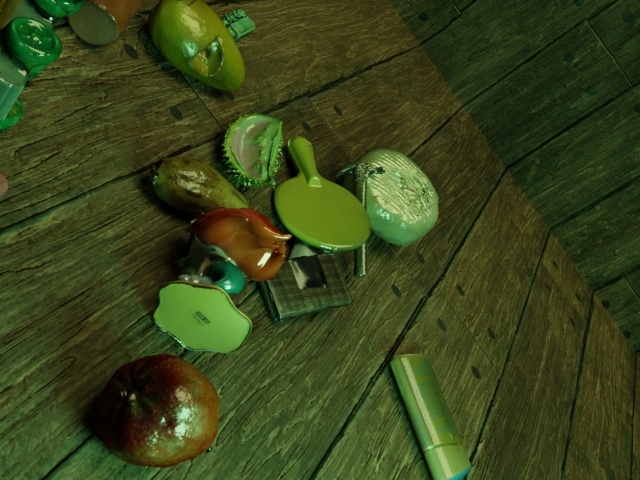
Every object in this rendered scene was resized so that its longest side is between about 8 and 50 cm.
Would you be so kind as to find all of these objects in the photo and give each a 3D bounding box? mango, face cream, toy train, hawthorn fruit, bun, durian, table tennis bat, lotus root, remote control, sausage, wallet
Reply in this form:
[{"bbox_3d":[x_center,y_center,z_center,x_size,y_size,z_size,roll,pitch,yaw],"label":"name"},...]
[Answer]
[{"bbox_3d":[-0.260,-0.423,1.880,0.262,0.130,0.167,32,41,-46],"label":"mango"},{"bbox_3d":[0.239,0.384,1.860,0.139,0.067,0.285,17,46,-50],"label":"face cream"},{"bbox_3d":[-0.523,-0.332,1.315,0.249,0.178,0.429,29,36,-23],"label":"toy train"},{"bbox_3d":[-0.210,0.246,1.200,0.194,0.157,0.157,45,27,-41],"label":"hawthorn fruit"},{"bbox_3d":[0.169,-0.101,2.185,0.273,0.168,0.273,25,45,-27],"label":"bun"},{"bbox_3d":[-0.146,-0.177,1.833,0.137,0.095,0.220,10,42,-6],"label":"durian"},{"bbox_3d":[-0.014,-0.106,1.957,0.224,0.054,0.368,4,43,-25],"label":"table tennis bat"},{"bbox_3d":[-0.214,-0.087,1.621,0.258,0.097,0.110,29,35,-48],"label":"lotus root"},{"bbox_3d":[-0.211,-0.544,2.188,0.071,0.038,0.148,53,26,-10],"label":"toy train"},{"bbox_3d":[-0.001,0.001,1.915,0.103,0.051,0.293,47,29,-17],"label":"remote control"},{"bbox_3d":[-0.412,-0.482,1.716,0.113,0.113,0.259,44,31,-23],"label":"sausage"},{"bbox_3d":[-0.030,0.089,1.735,0.230,0.042,0.124,-10,77,-48],"label":"wallet"}]

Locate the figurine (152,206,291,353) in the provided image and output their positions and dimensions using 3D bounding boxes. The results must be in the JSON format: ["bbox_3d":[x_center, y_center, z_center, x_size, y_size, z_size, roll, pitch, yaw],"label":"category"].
[{"bbox_3d":[-0.156,0.040,1.455,0.181,0.208,0.257,16,43,-4],"label":"figurine"}]

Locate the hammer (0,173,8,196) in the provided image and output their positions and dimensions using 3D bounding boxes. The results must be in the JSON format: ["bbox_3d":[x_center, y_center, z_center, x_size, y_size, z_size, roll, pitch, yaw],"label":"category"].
[{"bbox_3d":[-0.479,-0.071,1.228,0.043,0.043,0.083,53,29,-6],"label":"hammer"}]

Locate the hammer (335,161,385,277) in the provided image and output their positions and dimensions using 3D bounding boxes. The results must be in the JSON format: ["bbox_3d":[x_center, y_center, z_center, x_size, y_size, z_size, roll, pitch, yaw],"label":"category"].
[{"bbox_3d":[0.094,-0.050,2.012,0.125,0.027,0.297,4,65,-8],"label":"hammer"}]
